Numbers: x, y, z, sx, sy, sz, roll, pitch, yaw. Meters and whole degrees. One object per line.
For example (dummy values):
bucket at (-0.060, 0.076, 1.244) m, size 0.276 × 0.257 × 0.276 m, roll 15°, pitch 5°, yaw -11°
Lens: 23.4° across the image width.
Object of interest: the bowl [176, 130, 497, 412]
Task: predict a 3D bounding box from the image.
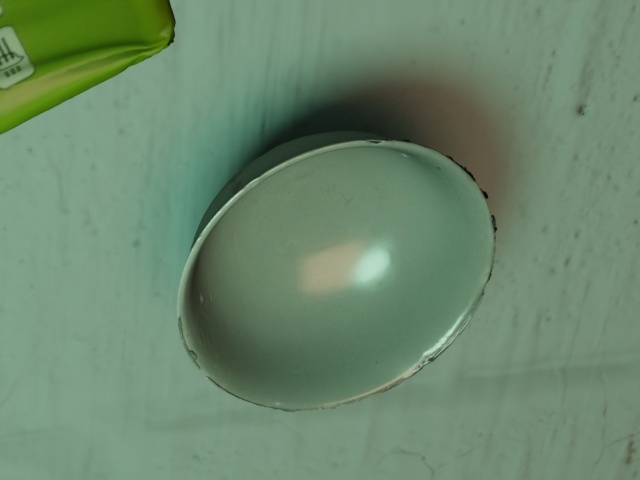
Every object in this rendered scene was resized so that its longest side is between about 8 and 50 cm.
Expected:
bowl at (0.000, 0.000, 0.892) m, size 0.189 × 0.086 × 0.189 m, roll -11°, pitch 129°, yaw -14°

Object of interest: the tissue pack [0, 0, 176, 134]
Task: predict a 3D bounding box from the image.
tissue pack at (-0.186, -0.185, 0.559) m, size 0.167 × 0.200 × 0.274 m, roll -30°, pitch 147°, yaw -7°
